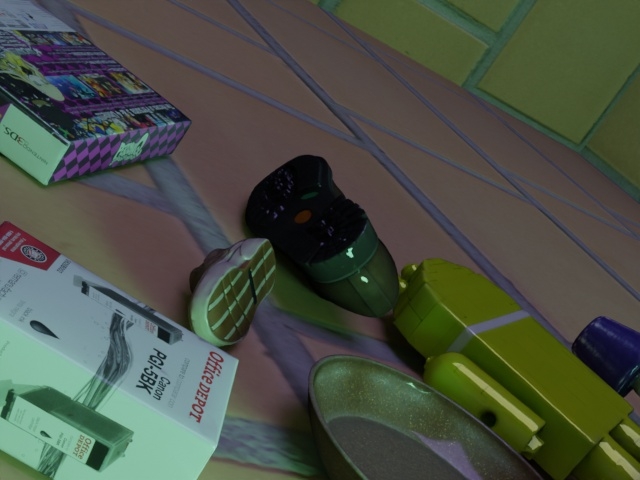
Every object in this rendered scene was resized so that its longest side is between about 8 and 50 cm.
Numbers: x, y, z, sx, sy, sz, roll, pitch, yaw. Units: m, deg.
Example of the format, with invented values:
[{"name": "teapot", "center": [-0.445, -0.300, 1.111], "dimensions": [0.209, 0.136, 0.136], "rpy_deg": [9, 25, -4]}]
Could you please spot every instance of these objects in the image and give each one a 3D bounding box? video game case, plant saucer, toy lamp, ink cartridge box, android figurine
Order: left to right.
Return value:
[{"name": "video game case", "center": [-0.226, -0.129, 0.870], "dimensions": [0.210, 0.042, 0.232], "rpy_deg": [36, 16, 6]}, {"name": "ink cartridge box", "center": [-0.110, 0.059, 0.523], "dimensions": [0.135, 0.056, 0.099], "rpy_deg": [32, 15, -8]}, {"name": "plant saucer", "center": [0.068, 0.143, 0.675], "dimensions": [0.198, 0.036, 0.198], "rpy_deg": [31, 16, -10]}, {"name": "android figurine", "center": [0.157, 0.107, 0.924], "dimensions": [0.273, 0.056, 0.248], "rpy_deg": [41, 17, 17]}, {"name": "toy lamp", "center": [0.355, 0.176, 1.086], "dimensions": [0.274, 0.080, 0.080], "rpy_deg": [43, 18, 26]}]

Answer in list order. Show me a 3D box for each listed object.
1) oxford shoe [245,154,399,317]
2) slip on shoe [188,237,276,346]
[{"name": "oxford shoe", "center": [0.000, 0.000, 0.922], "dimensions": [0.096, 0.083, 0.227], "rpy_deg": [54, 2, -29]}, {"name": "slip on shoe", "center": [-0.065, 0.031, 0.736], "dimensions": [0.041, 0.051, 0.135], "rpy_deg": [-3, 19, 14]}]
